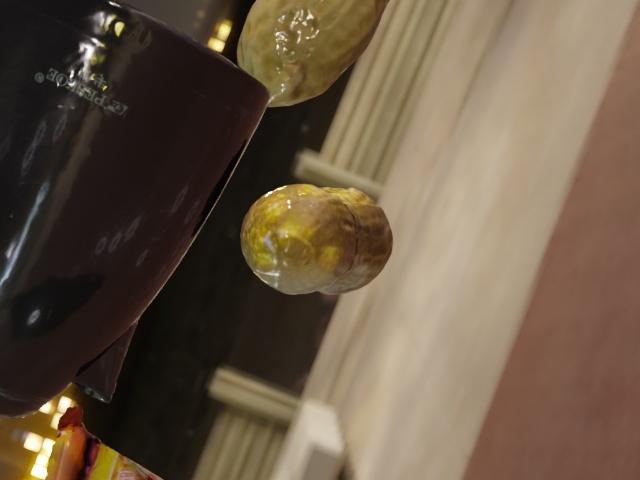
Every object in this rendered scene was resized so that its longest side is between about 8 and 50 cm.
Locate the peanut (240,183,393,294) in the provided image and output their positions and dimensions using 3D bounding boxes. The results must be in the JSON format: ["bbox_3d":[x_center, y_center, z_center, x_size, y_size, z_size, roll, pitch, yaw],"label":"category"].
[{"bbox_3d":[0.000,0.000,1.368,0.087,0.087,0.206,-68,-16,8],"label":"peanut"}]

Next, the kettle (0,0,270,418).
[{"bbox_3d":[-0.215,-0.033,1.180,0.290,0.268,0.207,-62,9,0],"label":"kettle"}]

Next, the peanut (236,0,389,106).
[{"bbox_3d":[0.011,-0.269,1.910,0.305,0.147,0.147,-66,4,-29],"label":"peanut"}]

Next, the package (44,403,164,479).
[{"bbox_3d":[-0.064,0.231,1.006,0.108,0.288,0.223,-54,6,36],"label":"package"}]
